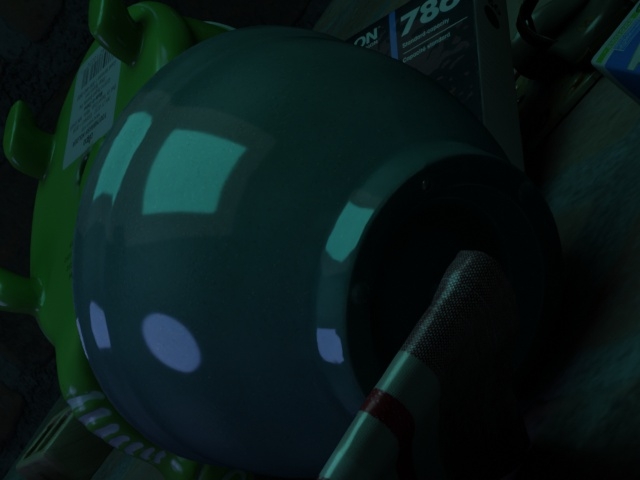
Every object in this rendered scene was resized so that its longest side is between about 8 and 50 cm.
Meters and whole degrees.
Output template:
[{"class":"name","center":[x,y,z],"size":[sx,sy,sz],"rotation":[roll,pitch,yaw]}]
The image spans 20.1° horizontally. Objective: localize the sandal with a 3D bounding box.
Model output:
[{"class":"sandal","center":[0.194,-0.181,1.489],"size":[0.090,0.060,0.219],"rotation":[-53,10,2]}]

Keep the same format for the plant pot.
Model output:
[{"class":"plant pot","center":[0.023,0.019,1.114],"size":[0.196,0.293,0.293],"rotation":[13,64,50]}]

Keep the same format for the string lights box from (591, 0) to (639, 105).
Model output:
[{"class":"string lights box","center":[0.250,-0.120,1.006],"size":[0.133,0.077,0.259],"rotation":[-52,10,3]}]

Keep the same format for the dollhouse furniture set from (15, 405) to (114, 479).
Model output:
[{"class":"dollhouse furniture set","center":[-0.142,0.212,1.384],"size":[0.374,0.201,0.152],"rotation":[-50,7,-24]}]

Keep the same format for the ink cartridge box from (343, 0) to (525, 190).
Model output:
[{"class":"ink cartridge box","center":[0.074,-0.104,1.444],"size":[0.165,0.065,0.332],"rotation":[-29,36,25]}]

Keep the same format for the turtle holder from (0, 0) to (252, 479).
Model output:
[{"class":"turtle holder","center":[-0.088,-0.009,1.268],"size":[0.243,0.227,0.320],"rotation":[-57,30,29]}]

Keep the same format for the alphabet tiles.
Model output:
[{"class":"alphabet tiles","center":[0.216,-0.162,1.531],"size":[0.198,0.009,0.237],"rotation":[-49,11,23]}]

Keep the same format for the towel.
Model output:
[{"class":"towel","center":[0.008,0.184,0.881],"size":[0.329,0.037,0.237],"rotation":[-57,-21,-17]}]

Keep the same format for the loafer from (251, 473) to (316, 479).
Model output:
[{"class":"loafer","center":[-0.069,0.221,1.270],"size":[0.102,0.092,0.268],"rotation":[-45,13,42]}]
